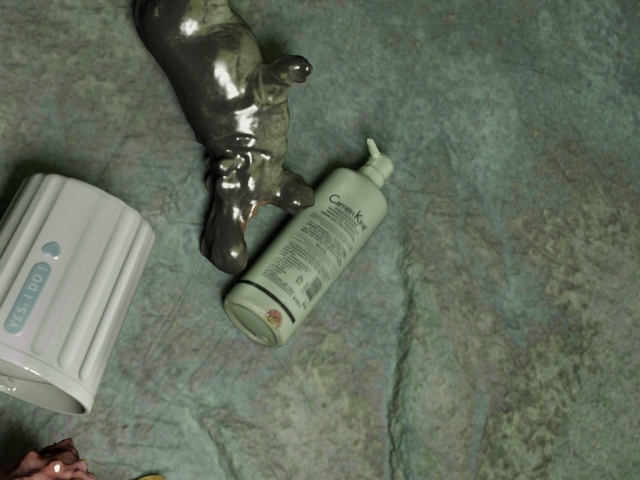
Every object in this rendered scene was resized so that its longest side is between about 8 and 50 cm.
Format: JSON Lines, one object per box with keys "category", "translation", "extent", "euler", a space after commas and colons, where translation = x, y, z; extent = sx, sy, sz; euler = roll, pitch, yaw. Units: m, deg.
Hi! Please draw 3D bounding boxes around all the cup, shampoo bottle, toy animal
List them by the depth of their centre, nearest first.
{"category": "cup", "translation": [-0.288, 0.039, 1.439], "extent": [0.221, 0.167, 0.202], "euler": [32, 68, -24]}
{"category": "toy animal", "translation": [-0.087, -0.143, 1.589], "extent": [0.168, 0.106, 0.343], "euler": [-17, 94, -9]}
{"category": "shampoo bottle", "translation": [0.000, 0.000, 1.644], "extent": [0.085, 0.085, 0.262], "euler": [47, 65, -17]}

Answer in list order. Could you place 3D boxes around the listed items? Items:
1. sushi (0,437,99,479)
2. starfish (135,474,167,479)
{"category": "sushi", "translation": [-0.271, 0.321, 1.359], "extent": [0.171, 0.270, 0.236], "euler": [-17, 80, -25]}
{"category": "starfish", "translation": [-0.172, 0.340, 1.500], "extent": [0.074, 0.146, 0.190], "euler": [-20, 84, 5]}
